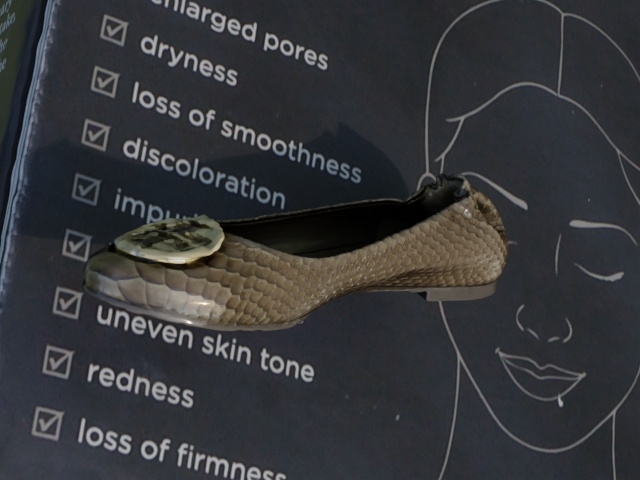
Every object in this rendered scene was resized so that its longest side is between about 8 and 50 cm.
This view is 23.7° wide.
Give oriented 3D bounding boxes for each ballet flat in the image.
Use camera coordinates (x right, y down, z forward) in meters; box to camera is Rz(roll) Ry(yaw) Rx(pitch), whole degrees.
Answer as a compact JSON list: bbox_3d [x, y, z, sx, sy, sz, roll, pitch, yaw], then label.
[{"bbox_3d":[0.000,0.000,0.703,0.084,0.250,0.058,29,114,43],"label":"ballet flat"}]

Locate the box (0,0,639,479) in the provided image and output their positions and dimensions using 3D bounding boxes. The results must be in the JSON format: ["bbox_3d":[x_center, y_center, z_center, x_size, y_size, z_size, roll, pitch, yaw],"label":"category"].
[{"bbox_3d":[-0.012,-0.010,0.956,0.297,0.480,0.471,-23,54,55],"label":"box"}]
